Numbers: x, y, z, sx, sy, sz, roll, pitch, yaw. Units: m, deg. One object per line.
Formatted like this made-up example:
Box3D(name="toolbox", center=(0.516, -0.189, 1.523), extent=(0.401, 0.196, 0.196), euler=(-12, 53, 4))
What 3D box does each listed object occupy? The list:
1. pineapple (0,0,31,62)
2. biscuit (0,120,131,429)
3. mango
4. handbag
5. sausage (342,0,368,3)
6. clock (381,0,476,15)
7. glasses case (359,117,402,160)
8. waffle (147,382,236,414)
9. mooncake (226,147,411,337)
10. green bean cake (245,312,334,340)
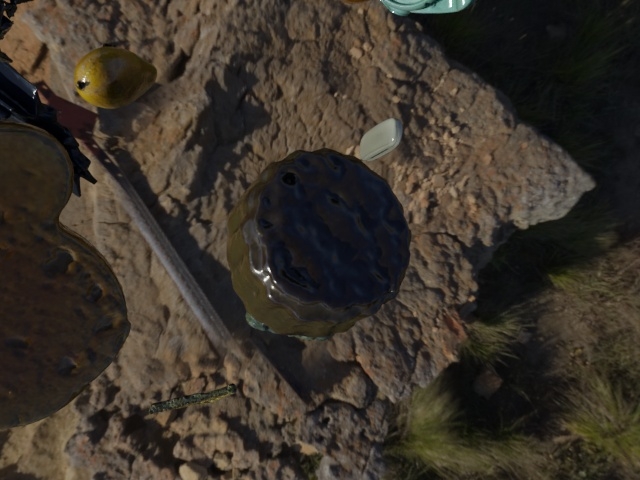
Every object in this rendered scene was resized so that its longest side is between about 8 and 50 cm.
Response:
Box3D(name="pineapple", center=(-0.337, -0.287, 0.543), extent=(0.119, 0.111, 0.237), euler=(44, 65, -46))
Box3D(name="biscuit", center=(-0.318, 0.023, 0.422), extent=(0.343, 0.057, 0.288), euler=(29, 92, -41))
Box3D(name="mango", center=(-0.334, -0.269, 0.855), extent=(0.066, 0.187, 0.101), euler=(32, 114, 7))
Box3D(name="handbag", center=(-0.643, -0.242, 1.143), extent=(0.269, 0.326, 0.118), euler=(36, 69, 18))
Box3D(name="sausage", center=(0.029, -0.235, 0.426), extent=(0.054, 0.183, 0.062), euler=(32, 116, -19))
Box3D(name="clock", center=(0.088, -0.271, 0.501), extent=(0.134, 0.041, 0.101), euler=(3, 117, 27))
Box3D(name="glasses case", center=(0.067, -0.113, 0.582), extent=(0.021, 0.083, 0.032), euler=(6, 81, -22))
Box3D(name="waffle", center=(-0.253, 0.315, 1.022), extent=(0.097, 0.152, 0.024), euler=(-33, 64, 36))
Box3D(name="mooncake", center=(-0.002, 0.001, 0.897), extent=(0.323, 0.187, 0.325), euler=(7, 70, -19))
Box3D(name="green bean cake", center=(-0.050, 0.116, 1.144), extent=(0.226, 0.223, 0.125), euler=(11, 115, -15))
